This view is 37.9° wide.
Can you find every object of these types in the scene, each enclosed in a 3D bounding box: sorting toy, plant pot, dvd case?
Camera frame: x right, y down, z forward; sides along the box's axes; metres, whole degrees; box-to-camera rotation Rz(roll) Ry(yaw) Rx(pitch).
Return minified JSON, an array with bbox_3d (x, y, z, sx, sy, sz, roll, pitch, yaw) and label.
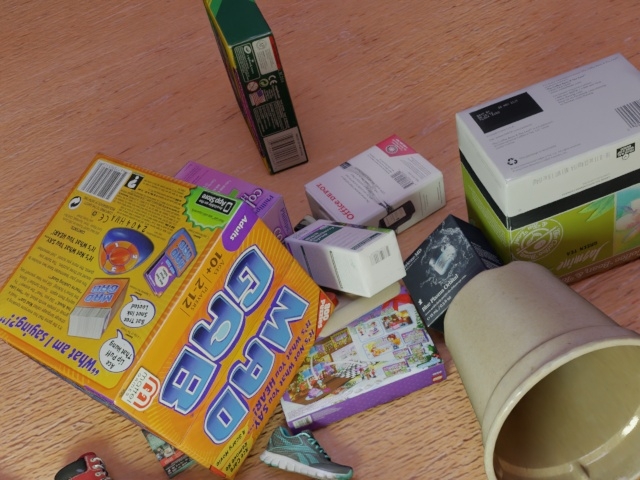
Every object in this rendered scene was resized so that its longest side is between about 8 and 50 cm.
[{"bbox_3d":[0.022,0.096,1.768,0.193,0.038,0.208,-28,26,-21],"label":"sorting toy"},{"bbox_3d":[0.350,0.201,1.476,0.334,0.333,0.305,-22,36,-6],"label":"plant pot"},{"bbox_3d":[-0.260,0.360,1.671,0.087,0.013,0.119,-32,49,-15],"label":"dvd case"}]

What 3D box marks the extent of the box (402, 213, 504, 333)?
[{"bbox_3d":[0.245,0.066,1.705,0.156,0.093,0.158,-48,41,22],"label":"box"}]

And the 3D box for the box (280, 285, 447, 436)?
[{"bbox_3d":[0.056,0.215,1.689,0.293,0.057,0.201,-20,45,-3],"label":"box"}]

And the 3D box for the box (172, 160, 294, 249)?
[{"bbox_3d":[-0.179,-0.016,1.858,0.243,0.213,0.117,21,56,30],"label":"box"}]

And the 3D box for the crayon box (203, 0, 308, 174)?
[{"bbox_3d":[-0.152,-0.383,2.087,0.106,0.363,0.313,-20,47,-4],"label":"crayon box"}]

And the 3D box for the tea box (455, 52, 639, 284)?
[{"bbox_3d":[0.449,-0.109,1.701,0.329,0.323,0.220,-21,46,-3],"label":"tea box"}]

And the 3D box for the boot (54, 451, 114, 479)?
[{"bbox_3d":[-0.344,0.422,1.590,0.244,0.088,0.176,-16,45,5],"label":"boot"}]

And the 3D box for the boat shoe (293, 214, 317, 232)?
[{"bbox_3d":[0.000,0.000,1.911,0.049,0.056,0.152,-39,40,-12],"label":"boat shoe"}]

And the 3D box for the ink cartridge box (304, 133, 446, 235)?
[{"bbox_3d":[0.113,-0.093,1.930,0.237,0.100,0.172,-31,48,-15],"label":"ink cartridge box"}]

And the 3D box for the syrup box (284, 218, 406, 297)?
[{"bbox_3d":[0.042,0.029,1.739,0.093,0.096,0.237,-29,23,-29],"label":"syrup box"}]

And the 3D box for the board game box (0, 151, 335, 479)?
[{"bbox_3d":[-0.265,0.125,1.580,0.357,0.356,0.356,20,70,36],"label":"board game box"}]

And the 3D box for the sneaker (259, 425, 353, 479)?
[{"bbox_3d":[-0.020,0.356,1.563,0.167,0.065,0.076,11,74,21],"label":"sneaker"}]
